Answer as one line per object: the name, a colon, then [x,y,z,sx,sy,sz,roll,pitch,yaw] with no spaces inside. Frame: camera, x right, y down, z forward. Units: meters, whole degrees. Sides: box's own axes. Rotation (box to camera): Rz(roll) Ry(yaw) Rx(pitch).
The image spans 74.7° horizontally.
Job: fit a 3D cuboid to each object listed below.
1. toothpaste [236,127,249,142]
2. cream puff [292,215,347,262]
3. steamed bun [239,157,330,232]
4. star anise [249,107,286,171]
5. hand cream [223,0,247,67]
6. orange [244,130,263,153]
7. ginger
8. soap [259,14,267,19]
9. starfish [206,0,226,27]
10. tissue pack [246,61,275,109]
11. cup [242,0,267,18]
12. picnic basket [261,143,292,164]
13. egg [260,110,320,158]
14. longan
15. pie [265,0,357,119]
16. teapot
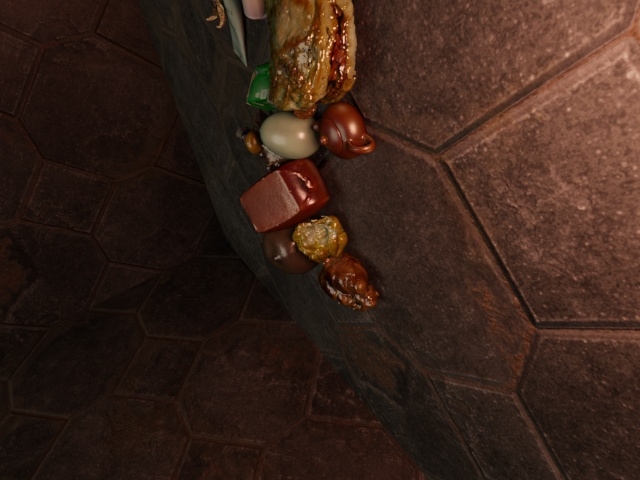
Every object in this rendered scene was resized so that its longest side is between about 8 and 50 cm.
toothpaste: [-0.321,-0.485,2.067,0.266,0.061,0.096,36,147,36]
cream puff: [0.001,0.000,1.718,0.195,0.221,0.194,-11,-90,-73]
steamed bun: [-0.122,-0.182,1.692,0.379,0.248,0.234,-25,94,45]
star anise: [-0.202,-0.417,1.787,0.315,0.108,0.315,48,156,30]
hand cream: [-0.334,-0.834,1.647,0.109,0.067,0.320,53,162,16]
orange: [-0.265,-0.396,1.702,0.085,0.085,0.095,34,139,50]
ginger: [0.113,0.184,1.767,0.274,0.153,0.357,57,160,10]
soap: [-0.179,-0.773,1.355,0.149,0.056,0.100,31,143,52]
starfish: [-0.426,-0.972,1.670,0.216,0.071,0.238,-178,72,-72]
tissue pack: [-0.144,-0.535,1.486,0.209,0.156,0.147,26,104,58]
cup: [-0.206,-0.742,1.254,0.116,0.074,0.104,78,179,-76]
picnic basket: [-0.136,-0.361,1.644,0.194,0.055,0.110,-11,110,27]
egg: [-0.105,-0.376,1.495,0.231,0.168,0.168,11,137,18]
longan: [-0.121,0.018,1.929,0.297,0.297,0.297,48,156,31]
pie: [-0.055,-0.571,1.153,0.395,0.181,0.417,5,108,66]
teapot: [0.066,-0.315,1.270,0.252,0.135,0.178,43,156,42]
